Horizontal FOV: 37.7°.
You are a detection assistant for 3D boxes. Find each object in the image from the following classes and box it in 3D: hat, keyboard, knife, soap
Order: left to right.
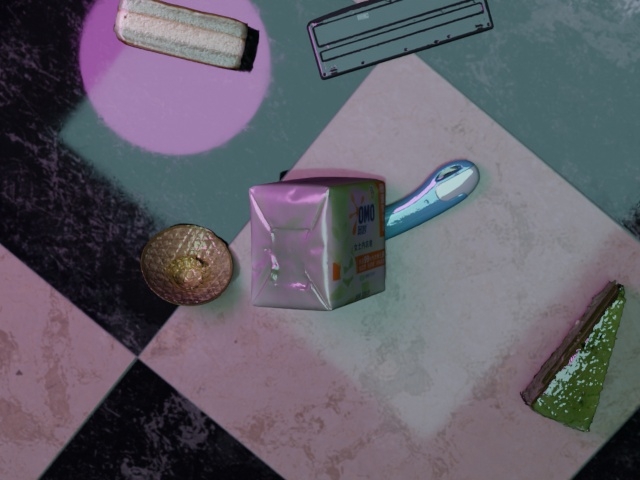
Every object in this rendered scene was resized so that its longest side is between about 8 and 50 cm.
[{"bbox_3d":[-0.216,0.053,1.498,0.146,0.067,0.146,6,59,-11],"label":"hat"},{"bbox_3d":[0.000,0.000,1.389,0.138,0.199,0.182,2,97,29],"label":"soap"},{"bbox_3d":[0.069,-0.312,1.437,0.381,0.041,0.103,-16,95,1],"label":"keyboard"},{"bbox_3d":[0.148,-0.056,1.464,0.222,0.031,0.064,-29,98,12],"label":"knife"}]

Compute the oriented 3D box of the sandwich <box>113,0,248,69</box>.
[{"bbox_3d":[-0.207,-0.308,1.393,0.163,0.113,0.079,19,102,23],"label":"sandwich"}]

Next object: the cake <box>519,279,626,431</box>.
[{"bbox_3d":[0.417,0.179,1.437,0.099,0.100,0.235,33,100,-2],"label":"cake"}]
